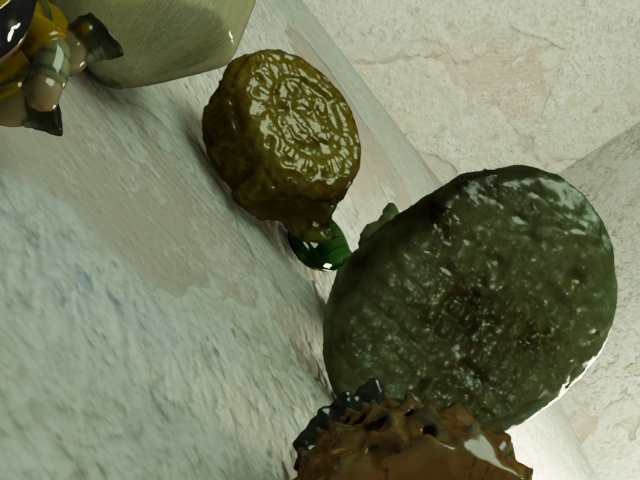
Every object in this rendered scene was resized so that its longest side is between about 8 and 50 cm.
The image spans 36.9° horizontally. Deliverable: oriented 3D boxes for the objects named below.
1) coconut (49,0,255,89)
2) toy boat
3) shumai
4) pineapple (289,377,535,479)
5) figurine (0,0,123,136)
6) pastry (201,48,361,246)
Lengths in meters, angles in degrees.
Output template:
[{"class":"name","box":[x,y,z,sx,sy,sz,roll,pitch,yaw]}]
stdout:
[{"class":"coconut","box":[-0.186,-0.292,1.084,0.237,0.266,0.237,25,-7,3]},{"class":"toy boat","box":[0.000,0.000,1.451,0.104,0.052,0.210,60,15,3]},{"class":"shumai","box":[0.164,0.064,1.285,0.324,0.397,0.323,56,-4,-17]},{"class":"pineapple","box":[0.055,0.227,0.854,0.223,0.223,0.357,55,-5,-6]},{"class":"figurine","box":[-0.259,-0.166,0.668,0.167,0.192,0.257,57,-3,11]},{"class":"pastry","box":[-0.050,-0.141,1.308,0.240,0.132,0.235,24,44,-26]}]
